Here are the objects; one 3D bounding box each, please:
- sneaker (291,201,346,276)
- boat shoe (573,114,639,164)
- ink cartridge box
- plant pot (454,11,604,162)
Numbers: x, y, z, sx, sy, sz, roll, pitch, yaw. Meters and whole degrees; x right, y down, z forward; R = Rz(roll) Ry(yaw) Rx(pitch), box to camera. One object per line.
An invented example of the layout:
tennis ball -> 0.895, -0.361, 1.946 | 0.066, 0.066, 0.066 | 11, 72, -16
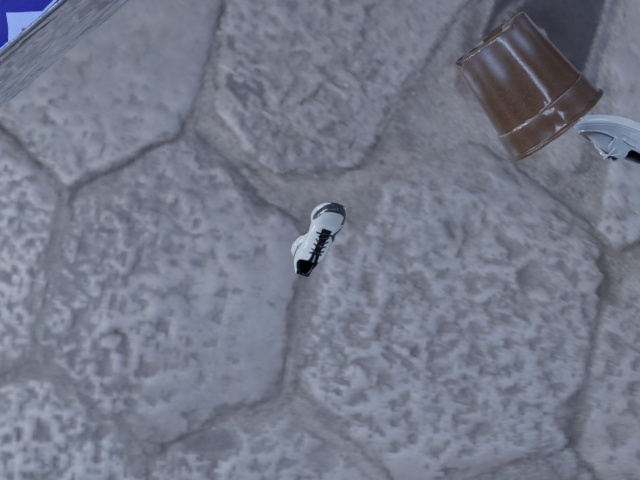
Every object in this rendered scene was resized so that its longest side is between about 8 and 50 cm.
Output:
sneaker -> 0.000, 0.000, 1.283 | 0.109, 0.040, 0.043 | 121, 158, -43
boat shoe -> 0.467, -0.154, 1.796 | 0.066, 0.184, 0.063 | -5, 77, 50
ink cartridge box -> -0.243, -0.187, 0.944 | 0.324, 0.330, 0.071 | -35, 100, 16
plant pot -> 0.289, -0.227, 1.642 | 0.167, 0.167, 0.165 | -38, 97, 16
